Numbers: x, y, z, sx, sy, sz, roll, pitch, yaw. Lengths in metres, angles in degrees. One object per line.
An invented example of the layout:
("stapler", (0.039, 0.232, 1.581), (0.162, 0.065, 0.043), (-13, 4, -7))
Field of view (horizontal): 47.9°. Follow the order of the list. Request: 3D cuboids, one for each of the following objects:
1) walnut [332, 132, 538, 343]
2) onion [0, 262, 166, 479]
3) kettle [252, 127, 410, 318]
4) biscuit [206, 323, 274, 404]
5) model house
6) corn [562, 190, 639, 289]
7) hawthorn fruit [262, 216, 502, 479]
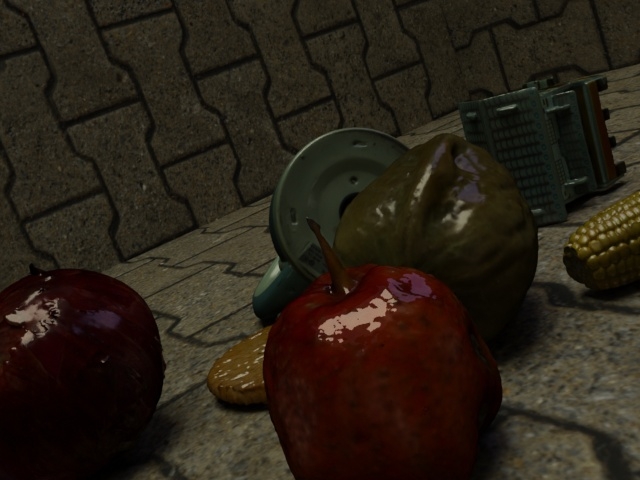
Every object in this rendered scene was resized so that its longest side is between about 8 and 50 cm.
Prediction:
("walnut", (0.140, 0.003, 0.848), (0.227, 0.283, 0.283), (15, 25, 18))
("onion", (-0.319, 0.171, 0.890), (0.276, 0.276, 0.276), (-20, 12, 4))
("kettle", (0.000, 0.000, 1.188), (0.319, 0.247, 0.342), (-47, 5, -12))
("biscuit", (-0.032, 0.150, 0.966), (0.254, 0.035, 0.254), (-19, 11, 4))
("model house", (0.366, -0.154, 1.222), (0.215, 0.224, 0.198), (-24, 14, -31))
("corn", (0.425, -0.032, 0.844), (0.305, 0.106, 0.106), (-25, 12, -6))
("hawthorn fruit", (0.040, 0.091, 0.606), (0.207, 0.243, 0.207), (-20, 9, 3))
